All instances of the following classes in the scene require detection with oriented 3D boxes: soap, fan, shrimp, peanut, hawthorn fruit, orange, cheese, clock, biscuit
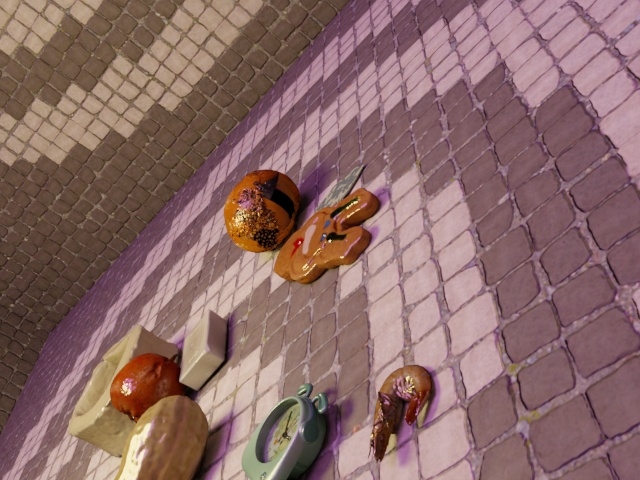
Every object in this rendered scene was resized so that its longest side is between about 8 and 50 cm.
[{"bbox_3d":[-0.289,0.270,1.752,0.121,0.064,0.183,-49,21,18],"label":"soap"},{"bbox_3d":[0.028,-0.092,1.719,0.240,0.009,0.131,-53,21,3],"label":"fan"},{"bbox_3d":[0.117,0.247,1.012,0.095,0.045,0.162,-10,39,32],"label":"shrimp"},{"bbox_3d":[-0.343,0.479,1.430,0.174,0.158,0.340,4,61,40],"label":"peanut"},{"bbox_3d":[-0.409,0.354,1.734,0.200,0.179,0.179,-51,18,-30],"label":"hawthorn fruit"},{"bbox_3d":[-0.158,-0.078,1.866,0.234,0.182,0.234,-52,25,37],"label":"orange"},{"bbox_3d":[-0.536,0.405,1.930,0.292,0.153,0.332,-27,32,47],"label":"cheese"},{"bbox_3d":[-0.050,0.331,1.180,0.188,0.060,0.148,-56,21,-6],"label":"clock"},{"bbox_3d":[0.000,0.000,1.578,0.334,0.047,0.202,-27,36,48],"label":"biscuit"}]
